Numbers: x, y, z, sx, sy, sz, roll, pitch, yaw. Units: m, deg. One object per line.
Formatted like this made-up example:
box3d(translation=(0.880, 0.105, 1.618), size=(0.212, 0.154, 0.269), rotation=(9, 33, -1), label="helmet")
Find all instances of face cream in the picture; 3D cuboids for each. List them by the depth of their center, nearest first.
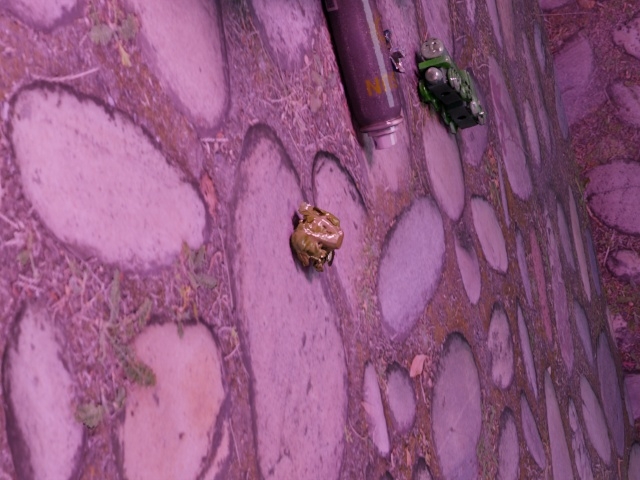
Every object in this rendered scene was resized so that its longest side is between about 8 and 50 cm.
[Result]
box3d(translation=(0.062, -0.272, 1.863), size=(0.073, 0.073, 0.283), rotation=(-44, 121, -67), label="face cream")

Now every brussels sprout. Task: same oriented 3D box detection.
box3d(translation=(0.000, 0.000, 1.585), size=(0.085, 0.058, 0.085), rotation=(5, 90, -78), label="brussels sprout")

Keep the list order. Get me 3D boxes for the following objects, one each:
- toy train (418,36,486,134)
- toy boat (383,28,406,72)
box3d(translation=(0.237, -0.282, 2.343), size=(0.251, 0.085, 0.119), rotation=(40, 38, -63), label="toy train")
box3d(translation=(0.121, -0.308, 2.098), size=(0.038, 0.038, 0.083), rotation=(-73, 146, -52), label="toy boat")
